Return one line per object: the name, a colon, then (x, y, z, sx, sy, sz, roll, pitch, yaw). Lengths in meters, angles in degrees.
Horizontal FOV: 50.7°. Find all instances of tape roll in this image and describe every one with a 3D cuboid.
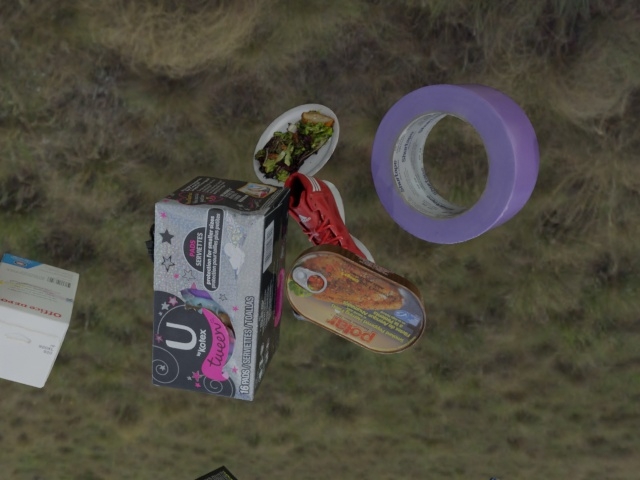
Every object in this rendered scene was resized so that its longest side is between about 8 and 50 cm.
tape roll: (0.161, -0.095, 0.824, 0.189, 0.189, 0.080, -19, 179, 40)

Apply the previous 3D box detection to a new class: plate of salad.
plate of salad: (-0.055, -0.196, 1.350, 0.199, 0.200, 0.048, -10, 149, 27)

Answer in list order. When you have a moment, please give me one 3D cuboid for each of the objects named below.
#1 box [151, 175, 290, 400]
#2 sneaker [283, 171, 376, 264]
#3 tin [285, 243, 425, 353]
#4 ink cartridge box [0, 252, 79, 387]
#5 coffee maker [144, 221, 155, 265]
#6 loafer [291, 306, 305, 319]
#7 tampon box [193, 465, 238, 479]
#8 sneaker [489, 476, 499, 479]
box: (-0.131, 0.056, 0.891, 0.142, 0.247, 0.163, 7, -162, 7)
sneaker: (0.000, 0.000, 0.973, 0.087, 0.221, 0.128, -36, 155, 19)
tin: (0.046, 0.076, 0.878, 0.189, 0.040, 0.106, 27, 110, -1)
ink cartridge box: (-0.642, 0.169, 1.462, 0.171, 0.233, 0.168, 20, 108, -20)
coffee maker: (-0.177, 0.009, 1.101, 0.178, 0.120, 0.171, -12, -162, -3)
loafer: (0.028, 0.095, 1.155, 0.170, 0.062, 0.061, -18, 165, 7)
tampon box: (-0.233, 0.556, 1.358, 0.161, 0.121, 0.101, -16, -158, -33)
sneaker: (0.297, 0.451, 1.102, 0.058, 0.135, 0.052, 15, 130, 8)
